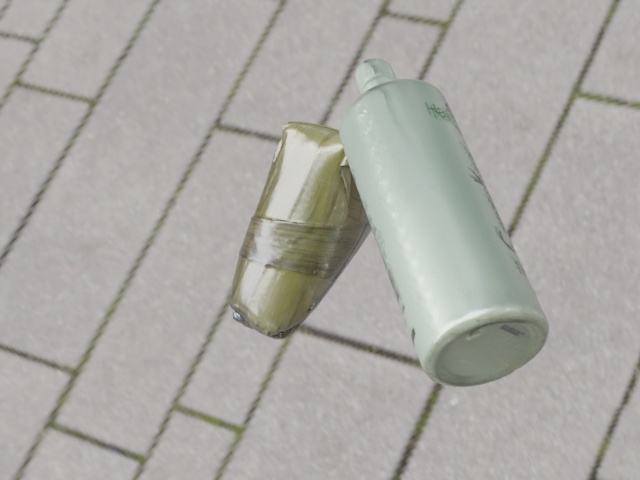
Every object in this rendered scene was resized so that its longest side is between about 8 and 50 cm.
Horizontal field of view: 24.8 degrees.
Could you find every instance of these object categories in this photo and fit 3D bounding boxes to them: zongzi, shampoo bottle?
[{"bbox_3d":[0.000,0.000,1.534,0.112,0.242,0.221,25,91,21],"label":"zongzi"},{"bbox_3d":[0.072,-0.028,0.995,0.085,0.085,0.262,-23,53,6],"label":"shampoo bottle"}]
